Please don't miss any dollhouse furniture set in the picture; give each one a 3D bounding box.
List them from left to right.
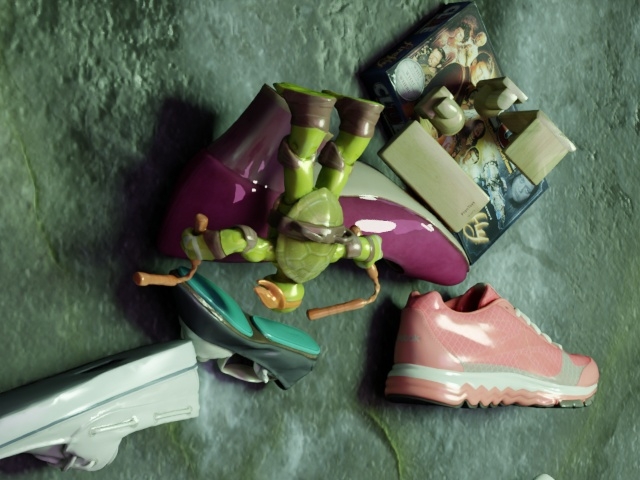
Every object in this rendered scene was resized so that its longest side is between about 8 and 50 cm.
[{"bbox_3d":[0.150,-0.095,1.529,0.151,0.123,0.144,-46,101,-5],"label":"dollhouse furniture set"}]

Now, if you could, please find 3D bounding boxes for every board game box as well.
[{"bbox_3d":[0.153,-0.118,1.590,0.165,0.042,0.243,-43,117,-34],"label":"board game box"}]

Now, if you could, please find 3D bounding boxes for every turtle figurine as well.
[{"bbox_3d":[-0.025,-0.024,1.267,0.269,0.087,0.217,6,103,-36],"label":"turtle figurine"}]

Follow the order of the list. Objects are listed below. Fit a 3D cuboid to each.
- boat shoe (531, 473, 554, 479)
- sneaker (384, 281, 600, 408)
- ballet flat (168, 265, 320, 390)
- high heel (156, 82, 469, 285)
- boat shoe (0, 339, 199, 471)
[{"bbox_3d":[0.307,0.391,1.696,0.096,0.098,0.277,-45,118,-32],"label":"boat shoe"},{"bbox_3d":[0.204,0.115,1.590,0.314,0.116,0.136,6,85,-42],"label":"sneaker"},{"bbox_3d":[-0.083,0.092,1.360,0.203,0.074,0.074,32,69,-43],"label":"ballet flat"},{"bbox_3d":[0.000,0.000,1.438,0.181,0.127,0.377,-51,131,4],"label":"high heel"},{"bbox_3d":[-0.200,0.155,1.231,0.258,0.095,0.084,-17,97,-40],"label":"boat shoe"}]
